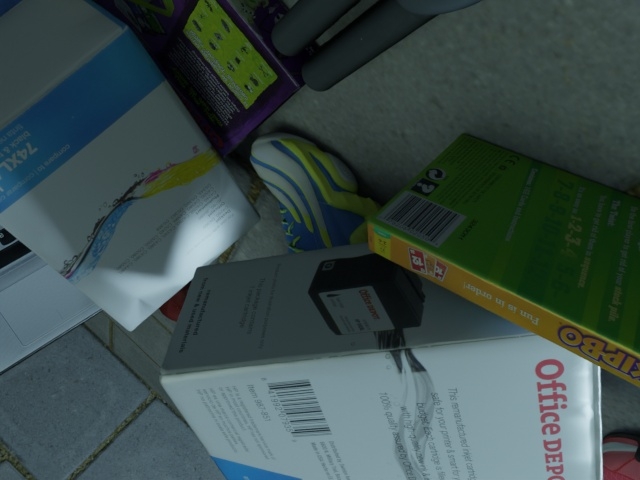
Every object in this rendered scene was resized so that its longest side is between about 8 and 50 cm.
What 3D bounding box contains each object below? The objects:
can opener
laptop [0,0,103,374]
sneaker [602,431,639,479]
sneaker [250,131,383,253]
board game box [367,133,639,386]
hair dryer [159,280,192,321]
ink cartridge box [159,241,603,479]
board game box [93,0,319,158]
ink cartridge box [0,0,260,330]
[{"bbox_3d":[0.040,-0.159,0.411,0.074,0.093,0.280,50,158,-14],"label":"can opener"},{"bbox_3d":[-0.374,-0.064,0.761,0.408,0.382,0.236,61,157,-12],"label":"laptop"},{"bbox_3d":[0.276,0.294,0.675,0.116,0.136,0.314,40,154,6],"label":"sneaker"},{"bbox_3d":[0.000,0.000,0.649,0.240,0.126,0.091,40,154,8],"label":"sneaker"},{"bbox_3d":[0.170,0.013,0.425,0.259,0.124,0.039,26,143,32],"label":"board game box"},{"bbox_3d":[-0.271,0.065,1.189,0.293,0.080,0.224,39,153,9],"label":"hair dryer"},{"bbox_3d":[0.060,0.119,0.559,0.307,0.129,0.223,-8,129,14],"label":"ink cartridge box"},{"bbox_3d":[-0.159,-0.247,0.607,0.347,0.056,0.208,49,149,-10],"label":"board game box"},{"bbox_3d":[-0.235,-0.084,0.697,0.198,0.197,0.270,40,168,42],"label":"ink cartridge box"}]
